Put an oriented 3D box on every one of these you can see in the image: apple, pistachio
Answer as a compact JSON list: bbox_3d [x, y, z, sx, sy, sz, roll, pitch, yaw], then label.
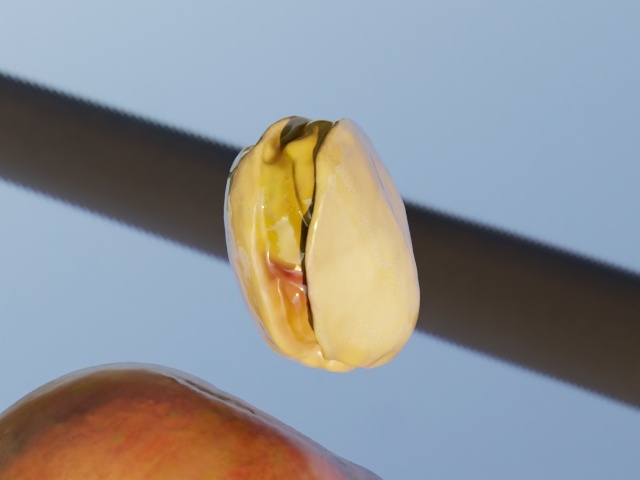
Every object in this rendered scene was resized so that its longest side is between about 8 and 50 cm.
[{"bbox_3d":[-0.113,0.271,1.263,0.364,0.364,0.364,-26,-149,17],"label":"apple"},{"bbox_3d":[0.000,0.000,1.204,0.117,0.200,0.145,1,-140,27],"label":"pistachio"}]
